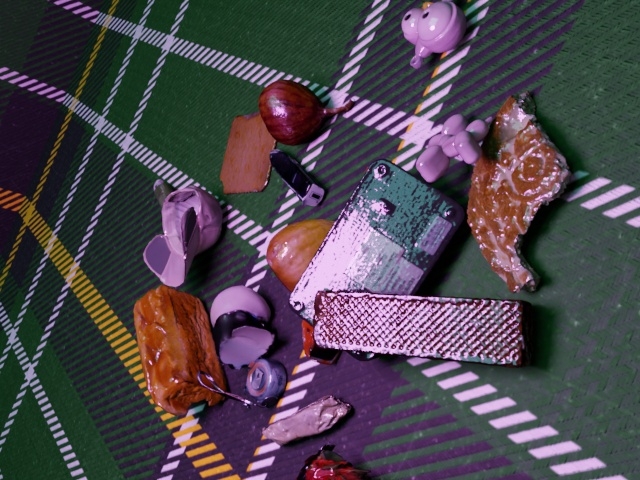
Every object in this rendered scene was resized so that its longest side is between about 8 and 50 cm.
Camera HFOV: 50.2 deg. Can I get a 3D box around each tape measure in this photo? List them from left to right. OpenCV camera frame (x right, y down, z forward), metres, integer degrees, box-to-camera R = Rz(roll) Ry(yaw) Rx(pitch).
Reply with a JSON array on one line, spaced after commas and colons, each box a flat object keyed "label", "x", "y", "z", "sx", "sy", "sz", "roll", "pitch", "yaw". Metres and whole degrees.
[{"label": "tape measure", "x": -0.171, "y": 0.302, "z": 1.507, "sx": 0.104, "sy": 0.180, "sz": 0.107, "roll": 29, "pitch": 99, "yaw": 65}]

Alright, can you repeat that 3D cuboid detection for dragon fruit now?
[{"label": "dragon fruit", "x": 0.029, "y": 0.478, "z": 1.214, "sx": 0.189, "sy": 0.182, "sz": 0.182, "roll": 23, "pitch": 93, "yaw": 51}]

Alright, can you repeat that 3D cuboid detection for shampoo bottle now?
[{"label": "shampoo bottle", "x": -0.461, "y": -0.121, "z": 2.065, "sx": 0.065, "sy": 0.065, "sz": 0.204, "roll": -56, "pitch": 43, "yaw": 16}]

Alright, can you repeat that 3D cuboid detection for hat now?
[{"label": "hat", "x": -0.349, "y": -0.009, "z": 1.808, "sx": 0.232, "sy": 0.161, "sz": 0.275, "roll": -37, "pitch": 39, "yaw": 47}]

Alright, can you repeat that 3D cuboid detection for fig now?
[{"label": "fig", "x": -0.052, "y": -0.294, "z": 1.627, "sx": 0.202, "sy": 0.148, "sz": 0.149, "roll": 35, "pitch": 143, "yaw": 17}, {"label": "fig", "x": 0.000, "y": 0.000, "z": 1.470, "sx": 0.257, "sy": 0.159, "sz": 0.159, "roll": -41, "pitch": 47, "yaw": 8}]

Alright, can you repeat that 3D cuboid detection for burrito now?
[{"label": "burrito", "x": -0.031, "y": 0.372, "z": 1.402, "sx": 0.229, "sy": 0.058, "sz": 0.063, "roll": -33, "pitch": 87, "yaw": 36}]

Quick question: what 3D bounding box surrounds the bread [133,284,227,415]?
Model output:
[{"label": "bread", "x": -0.364, "y": 0.277, "z": 1.710, "sx": 0.149, "sy": 0.195, "sz": 0.344, "roll": -43, "pitch": 45, "yaw": 21}]

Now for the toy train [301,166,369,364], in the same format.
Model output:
[{"label": "toy train", "x": 0.062, "y": 0.053, "z": 1.402, "sx": 0.089, "sy": 0.086, "sz": 0.409, "roll": 30, "pitch": 98, "yaw": 50}]

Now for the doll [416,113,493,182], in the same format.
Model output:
[{"label": "doll", "x": 0.245, "y": -0.179, "z": 1.260, "sx": 0.161, "sy": 0.059, "sz": 0.160, "roll": -24, "pitch": 23, "yaw": 47}]

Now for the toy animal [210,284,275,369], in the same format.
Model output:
[{"label": "toy animal", "x": -0.177, "y": 0.190, "z": 1.588, "sx": 0.166, "sy": 0.138, "sz": 0.179, "roll": -27, "pitch": 46, "yaw": 15}]

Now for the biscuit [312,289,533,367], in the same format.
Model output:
[{"label": "biscuit", "x": 0.165, "y": 0.146, "z": 1.175, "sx": 0.388, "sy": 0.073, "sz": 0.107, "roll": 0, "pitch": 85, "yaw": 29}]

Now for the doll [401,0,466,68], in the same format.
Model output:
[{"label": "doll", "x": 0.260, "y": -0.527, "z": 1.402, "sx": 0.160, "sy": 0.094, "sz": 0.365, "roll": 21, "pitch": 91, "yaw": 52}]

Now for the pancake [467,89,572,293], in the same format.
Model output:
[{"label": "pancake", "x": 0.346, "y": -0.092, "z": 1.173, "sx": 0.197, "sy": 0.054, "sz": 0.376, "roll": -8, "pitch": 71, "yaw": 53}]

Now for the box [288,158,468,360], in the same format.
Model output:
[{"label": "box", "x": 0.105, "y": 0.037, "z": 1.299, "sx": 0.211, "sy": 0.058, "sz": 0.350, "roll": 34, "pitch": 99, "yaw": 18}]

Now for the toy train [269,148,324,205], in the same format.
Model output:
[{"label": "toy train", "x": -0.063, "y": -0.163, "z": 1.656, "sx": 0.055, "sy": 0.048, "sz": 0.252, "roll": -62, "pitch": 36, "yaw": 18}]

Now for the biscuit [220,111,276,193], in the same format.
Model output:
[{"label": "biscuit", "x": -0.195, "y": -0.240, "z": 1.854, "sx": 0.232, "sy": 0.013, "sz": 0.237, "roll": 1, "pitch": 75, "yaw": 48}]
